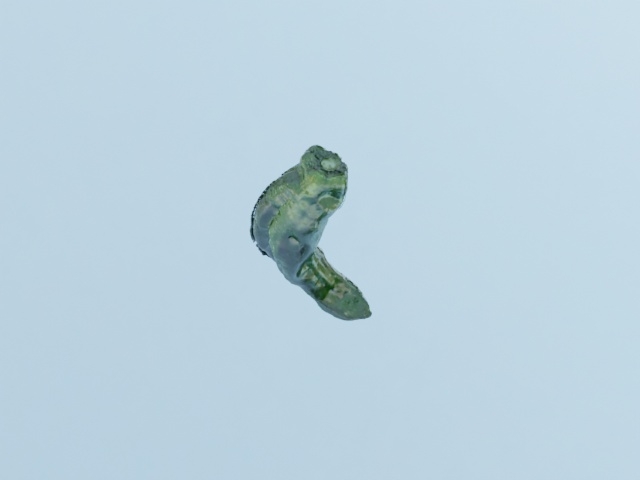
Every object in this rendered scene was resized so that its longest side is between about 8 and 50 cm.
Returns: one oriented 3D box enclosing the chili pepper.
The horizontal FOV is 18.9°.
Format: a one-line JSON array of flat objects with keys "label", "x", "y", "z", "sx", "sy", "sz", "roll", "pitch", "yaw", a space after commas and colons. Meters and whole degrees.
[{"label": "chili pepper", "x": -0.008, "y": 0.002, "z": 0.943, "sx": 0.055, "sy": 0.118, "sz": 0.035, "roll": 6, "pitch": -132, "yaw": 14}]
